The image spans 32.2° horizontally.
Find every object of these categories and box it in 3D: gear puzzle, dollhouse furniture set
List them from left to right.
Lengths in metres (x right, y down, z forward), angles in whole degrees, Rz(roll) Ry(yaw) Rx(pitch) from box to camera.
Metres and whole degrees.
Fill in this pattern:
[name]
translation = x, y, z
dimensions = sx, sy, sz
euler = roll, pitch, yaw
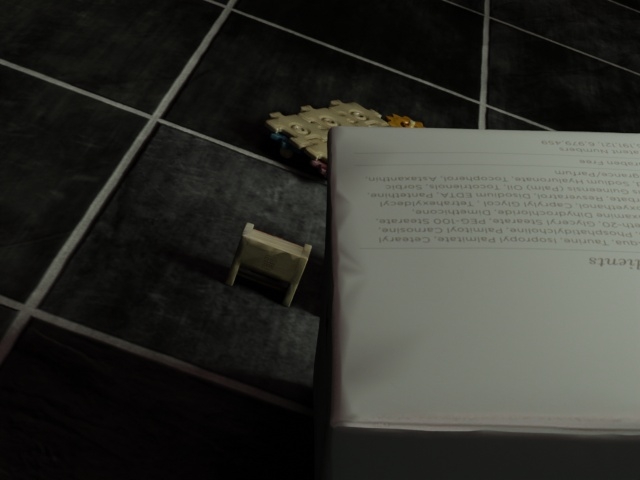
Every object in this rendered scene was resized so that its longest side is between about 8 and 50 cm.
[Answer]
[dollhouse furniture set]
translation = 0.000, 0.000, 1.349
dimensions = 0.183, 0.129, 0.129
euler = 20, 31, -3
[gear puzzle]
translation = 0.061, -0.155, 1.719
dimensions = 0.175, 0.044, 0.339
euler = 35, 31, 24

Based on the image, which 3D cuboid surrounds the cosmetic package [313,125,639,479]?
[cosmetic package]
translation = 0.159, 0.136, 0.965
dimensions = 0.327, 0.329, 0.394
euler = 2, 36, -2
